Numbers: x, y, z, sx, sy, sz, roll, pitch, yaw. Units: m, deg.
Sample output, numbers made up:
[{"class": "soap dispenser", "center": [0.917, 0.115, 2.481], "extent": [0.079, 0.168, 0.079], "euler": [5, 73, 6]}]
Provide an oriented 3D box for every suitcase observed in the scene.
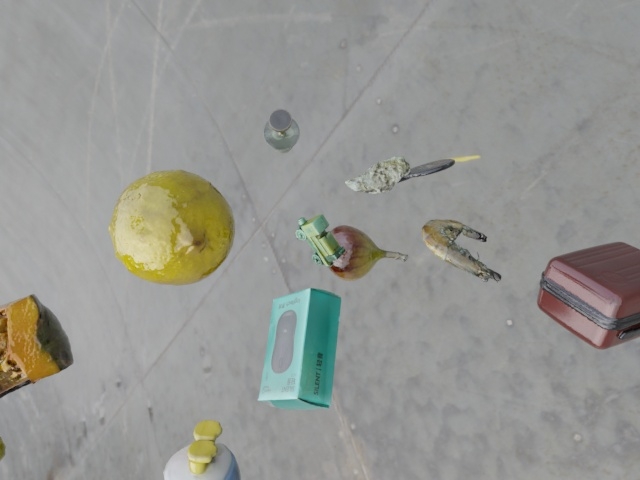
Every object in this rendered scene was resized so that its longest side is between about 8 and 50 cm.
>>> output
[{"class": "suitcase", "center": [0.700, 0.125, 1.364], "extent": [0.236, 0.297, 0.161], "euler": [43, 135, 50]}]

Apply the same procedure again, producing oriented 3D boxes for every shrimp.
[{"class": "shrimp", "center": [0.343, 0.015, 1.335], "extent": [0.217, 0.150, 0.051], "euler": [37, 135, 17]}]

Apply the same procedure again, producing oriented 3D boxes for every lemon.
[{"class": "lemon", "center": [-0.309, -0.026, 1.193], "extent": [0.284, 0.260, 0.261], "euler": [175, 93, -78]}]

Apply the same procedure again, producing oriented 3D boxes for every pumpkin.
[{"class": "pumpkin", "center": [-0.763, 0.274, 1.343], "extent": [0.256, 0.303, 0.225], "euler": [-13, 98, 63]}]

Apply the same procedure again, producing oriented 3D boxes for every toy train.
[{"class": "toy train", "center": [0.000, 0.000, 1.180], "extent": [0.081, 0.050, 0.122], "euler": [-20, 109, 52]}]

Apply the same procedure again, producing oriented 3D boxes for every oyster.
[{"class": "oyster", "center": [0.107, -0.109, 0.982], "extent": [0.100, 0.098, 0.037], "euler": [-33, 63, 22]}]

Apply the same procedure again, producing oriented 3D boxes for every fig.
[{"class": "fig", "center": [0.111, 0.054, 1.552], "extent": [0.143, 0.230, 0.160], "euler": [-63, 15, -3]}]

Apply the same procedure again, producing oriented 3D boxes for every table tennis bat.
[{"class": "table tennis bat", "center": [0.290, -0.203, 1.693], "extent": [0.150, 0.236, 0.027], "euler": [-138, 31, -75]}]

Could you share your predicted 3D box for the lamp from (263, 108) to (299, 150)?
[{"class": "lamp", "center": [-0.127, -0.354, 1.827], "extent": [0.215, 0.121, 0.121], "euler": [93, 169, -81]}]

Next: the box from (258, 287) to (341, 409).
[{"class": "box", "center": [-0.057, 0.303, 1.571], "extent": [0.205, 0.118, 0.311], "euler": [-23, 54, 52]}]

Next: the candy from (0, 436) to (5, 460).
[{"class": "candy", "center": [-0.733, 0.446, 1.202], "extent": [0.198, 0.094, 0.106], "euler": [-12, 67, 31]}]

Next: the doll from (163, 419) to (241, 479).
[{"class": "doll", "center": [-0.143, 0.363, 0.768], "extent": [0.135, 0.098, 0.241], "euler": [21, 131, 57]}]
